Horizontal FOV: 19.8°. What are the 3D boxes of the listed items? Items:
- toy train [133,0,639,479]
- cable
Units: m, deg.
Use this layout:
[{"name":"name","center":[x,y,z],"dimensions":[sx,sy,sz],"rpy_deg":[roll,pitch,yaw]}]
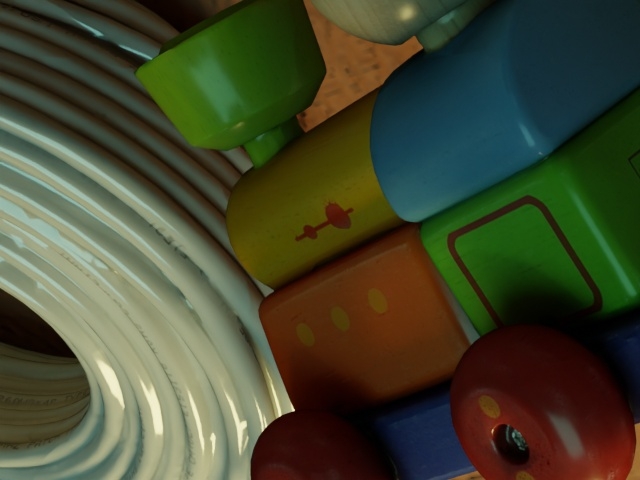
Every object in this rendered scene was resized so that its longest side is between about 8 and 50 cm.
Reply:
[{"name":"toy train","center":[0.000,0.000,0.472],"dimensions":[0.143,0.105,0.248],"rpy_deg":[58,144,-3]},{"name":"cable","center":[-0.116,0.021,0.629],"dimensions":[0.257,0.089,0.257],"rpy_deg":[26,136,-1]}]
